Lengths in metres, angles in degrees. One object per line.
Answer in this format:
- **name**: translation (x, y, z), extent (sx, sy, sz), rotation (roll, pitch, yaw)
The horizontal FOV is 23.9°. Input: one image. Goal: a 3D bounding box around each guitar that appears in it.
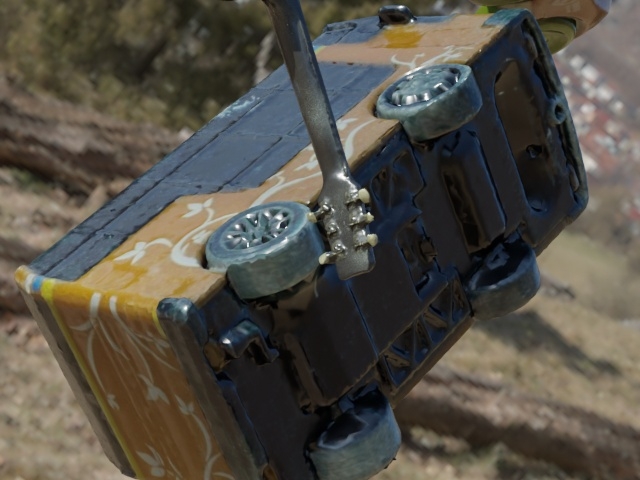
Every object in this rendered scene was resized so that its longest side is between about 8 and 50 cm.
- **guitar**: translation (-0.021, -0.097, 0.576), extent (0.025, 0.088, 0.233), rotation (-1, 73, -65)

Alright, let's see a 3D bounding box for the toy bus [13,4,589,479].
- **toy bus**: translation (0.000, 0.000, 0.891), extent (0.194, 0.323, 0.162), rotation (5, -53, 44)

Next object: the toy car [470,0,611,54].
- **toy car**: translation (0.194, -0.236, 1.038), extent (0.235, 0.235, 0.145), rotation (18, 57, -61)
